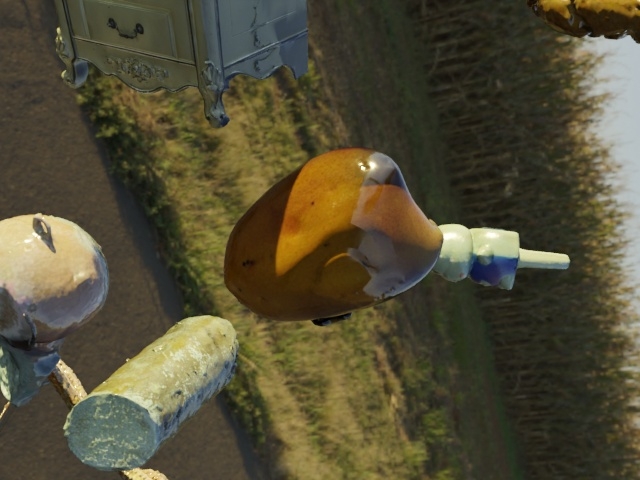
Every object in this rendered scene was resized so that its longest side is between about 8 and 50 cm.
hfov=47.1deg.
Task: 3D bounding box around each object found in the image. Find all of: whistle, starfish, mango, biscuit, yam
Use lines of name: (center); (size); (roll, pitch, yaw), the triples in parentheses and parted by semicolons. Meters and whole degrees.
whistle: (-0.394, 0.094, 1.026); (0.189, 0.189, 0.348); (-74, -173, -54)
whistle: (0.254, 0.026, 1.120); (0.110, 0.244, 0.092); (79, 18, -87)
starfish: (-0.369, 0.319, 1.325); (0.384, 0.132, 0.398); (53, -2, -11)
mango: (0.000, 0.000, 0.910); (0.152, 0.287, 0.201); (27, 42, -46)
biscuit: (0.273, -0.179, 0.570); (0.226, 0.225, 0.042); (-64, 159, -62)
yam: (-0.129, 0.121, 0.610); (0.179, 0.078, 0.078); (-37, 116, -68)

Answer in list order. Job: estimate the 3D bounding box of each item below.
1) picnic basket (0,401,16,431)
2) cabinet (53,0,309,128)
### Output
picnic basket: (-0.689, 0.243, 1.295); (0.254, 0.320, 0.291); (-71, 175, -50)
cabinet: (-0.186, -0.349, 0.924); (0.227, 0.289, 0.318); (-41, 140, -44)
